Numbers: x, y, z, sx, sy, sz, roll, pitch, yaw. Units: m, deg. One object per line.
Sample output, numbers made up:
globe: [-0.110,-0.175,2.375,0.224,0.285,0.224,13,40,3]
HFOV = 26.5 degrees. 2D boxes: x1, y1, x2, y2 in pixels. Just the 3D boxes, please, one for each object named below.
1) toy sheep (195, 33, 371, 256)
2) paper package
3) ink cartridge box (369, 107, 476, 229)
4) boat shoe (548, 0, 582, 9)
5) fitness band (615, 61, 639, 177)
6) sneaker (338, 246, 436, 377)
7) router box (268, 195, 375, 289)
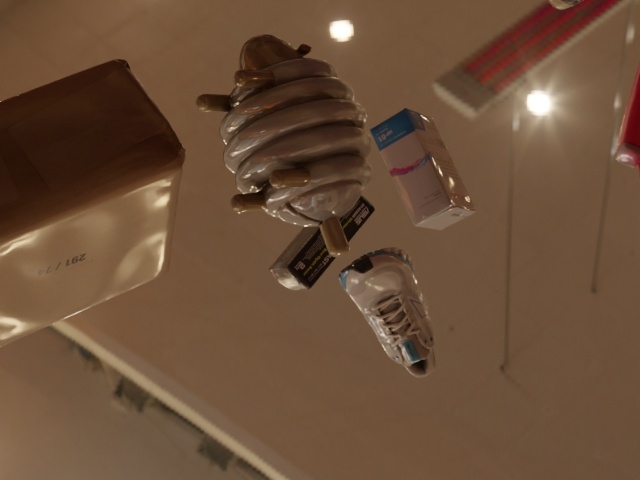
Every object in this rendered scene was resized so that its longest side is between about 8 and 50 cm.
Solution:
toy sheep: [-0.014,-0.052,0.743,0.091,0.091,0.132,-16,-99,-5]
paper package: [-0.341,-0.023,1.592,0.324,0.309,0.168,-25,-110,-20]
ink cartridge box: [0.114,-0.076,1.488,0.052,0.088,0.122,-31,-105,20]
boat shoe: [0.339,-0.370,1.545,0.092,0.103,0.285,-4,-144,48]
fitness band: [0.363,-0.185,1.343,0.054,0.209,0.291,20,-127,2]
sneaker: [0.079,0.076,1.328,0.071,0.191,0.083,-27,-125,8]
router box: [0.000,0.000,1.550,0.038,0.092,0.122,41,-102,-11]
